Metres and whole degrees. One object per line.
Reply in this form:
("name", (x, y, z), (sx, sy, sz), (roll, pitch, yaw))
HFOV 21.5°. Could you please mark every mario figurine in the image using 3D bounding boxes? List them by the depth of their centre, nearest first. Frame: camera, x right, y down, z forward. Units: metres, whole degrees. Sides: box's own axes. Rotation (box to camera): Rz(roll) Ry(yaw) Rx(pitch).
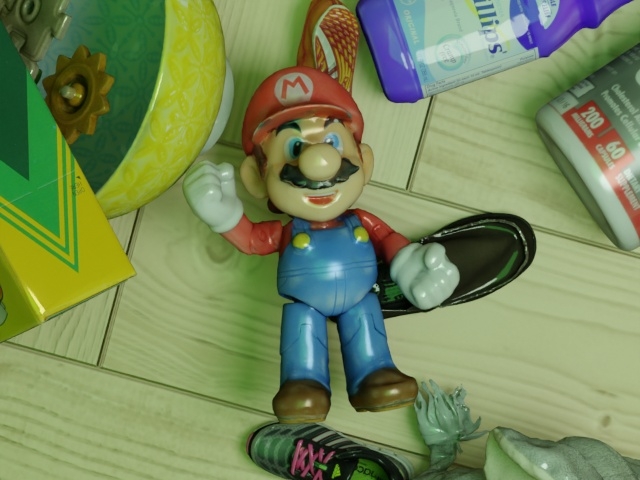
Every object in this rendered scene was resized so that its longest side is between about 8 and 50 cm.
("mario figurine", (0.000, 0.000, 1.509), (0.170, 0.198, 0.321), (-13, 86, 42))

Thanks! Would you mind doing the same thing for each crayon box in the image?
("crayon box", (-0.338, -0.056, 1.490), (0.106, 0.363, 0.313), (-31, 95, -30))

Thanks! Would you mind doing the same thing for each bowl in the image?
("bowl", (-0.174, -0.145, 1.561), (0.156, 0.289, 0.290), (13, 96, -42))

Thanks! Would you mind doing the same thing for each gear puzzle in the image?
("gear puzzle", (-0.280, -0.185, 1.539), (0.339, 0.044, 0.175), (33, 100, 41))

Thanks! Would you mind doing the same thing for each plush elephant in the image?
("plush elephant", (0.201, 0.281, 1.539), (0.255, 0.271, 0.330), (-13, 75, 45))

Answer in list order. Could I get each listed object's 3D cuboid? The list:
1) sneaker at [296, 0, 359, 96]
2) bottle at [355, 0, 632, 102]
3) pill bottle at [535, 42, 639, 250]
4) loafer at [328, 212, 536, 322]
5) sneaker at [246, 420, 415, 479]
("sneaker", (0.001, -0.149, 1.628), (0.064, 0.067, 0.175), (8, 110, -19))
("bottle", (0.180, -0.222, 1.597), (0.282, 0.092, 0.118), (-18, 93, 2))
("pill bottle", (0.357, -0.129, 1.567), (0.283, 0.161, 0.161), (-34, 93, 3))
("loafer", (0.106, 0.036, 1.624), (0.220, 0.078, 0.080), (-21, 94, 3))
("sneaker", (0.010, 0.218, 1.641), (0.170, 0.075, 0.063), (17, 94, 0))
